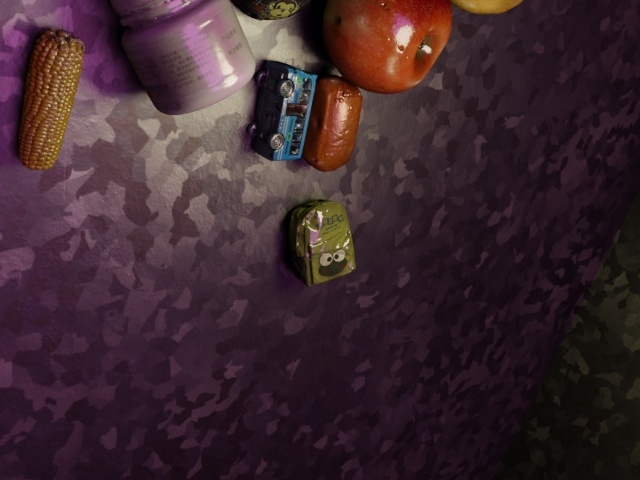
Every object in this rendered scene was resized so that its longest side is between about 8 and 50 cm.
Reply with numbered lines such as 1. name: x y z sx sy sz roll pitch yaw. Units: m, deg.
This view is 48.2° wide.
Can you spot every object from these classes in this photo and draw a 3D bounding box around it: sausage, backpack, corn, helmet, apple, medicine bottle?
1. sausage: 0.026 -0.315 1.947 0.141 0.153 0.268 -11 121 -43
2. backpack: 0.000 0.000 2.105 0.207 0.140 0.254 -20 117 -28
3. corn: -0.585 -0.299 1.534 0.106 0.106 0.305 5 114 -38
4. helmet: -0.090 -0.652 1.685 0.230 0.160 0.279 13 105 -39
5. apple: 0.172 -0.552 1.824 0.348 0.277 0.349 -42 155 -24
6. medicine bottle: -0.311 -0.464 1.551 0.256 0.256 0.325 -36 120 -18

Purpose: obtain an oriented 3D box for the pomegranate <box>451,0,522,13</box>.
1. pomegranate: 0.456 -0.771 1.970 0.307 0.307 0.307 -17 122 -30

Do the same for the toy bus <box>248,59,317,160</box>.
1. toy bus: -0.097 -0.338 1.870 0.134 0.113 0.247 -6 117 -40
